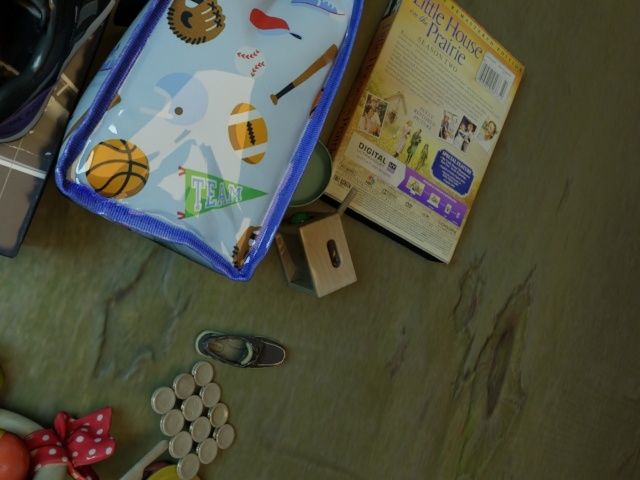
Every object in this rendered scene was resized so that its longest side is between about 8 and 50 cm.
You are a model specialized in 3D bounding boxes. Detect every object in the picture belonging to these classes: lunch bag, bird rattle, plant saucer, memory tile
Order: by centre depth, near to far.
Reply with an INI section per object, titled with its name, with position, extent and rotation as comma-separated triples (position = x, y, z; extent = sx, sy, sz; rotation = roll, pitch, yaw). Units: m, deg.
[bird rattle]
position = -0.365, 0.250, 0.573
extent = 0.253, 0.207, 0.143
rotation = 42, 93, -15
[lunch bag]
position = -0.133, -0.184, 0.583
extent = 0.238, 0.327, 0.386
rotation = 31, 81, -27
[memory tile]
position = -0.186, 0.264, 0.744
extent = 0.113, 0.012, 0.148
rotation = -30, 108, -50
[plant saucer]
position = -0.040, -0.108, 0.784
extent = 0.119, 0.021, 0.120
rotation = -1, 81, 5

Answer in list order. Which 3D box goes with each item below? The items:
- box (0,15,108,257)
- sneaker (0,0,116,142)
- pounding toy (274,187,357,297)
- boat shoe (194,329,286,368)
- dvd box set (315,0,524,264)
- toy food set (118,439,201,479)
[box]
position = -0.415, -0.195, 0.510
extent = 0.312, 0.178, 0.344
rotation = 20, 85, -30
[sneaker]
position = -0.235, -0.219, 0.434
extent = 0.107, 0.124, 0.284
rotation = 22, 83, -31
[pounding toy]
position = 0.000, 0.000, 0.779
extent = 0.100, 0.130, 0.141
rotation = -22, 104, -25
[boat shoe]
position = -0.118, 0.175, 0.776
extent = 0.152, 0.049, 0.056
rotation = 13, 88, -29
[dvd box set]
position = 0.186, -0.208, 0.902
extent = 0.307, 0.062, 0.421
rotation = 26, 82, -28
[toy food set]
position = -0.236, 0.394, 0.727
extent = 0.128, 0.071, 0.218
rotation = -48, 121, -47
